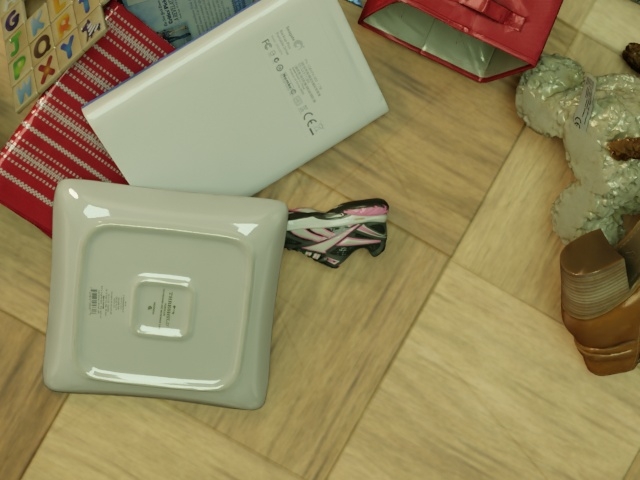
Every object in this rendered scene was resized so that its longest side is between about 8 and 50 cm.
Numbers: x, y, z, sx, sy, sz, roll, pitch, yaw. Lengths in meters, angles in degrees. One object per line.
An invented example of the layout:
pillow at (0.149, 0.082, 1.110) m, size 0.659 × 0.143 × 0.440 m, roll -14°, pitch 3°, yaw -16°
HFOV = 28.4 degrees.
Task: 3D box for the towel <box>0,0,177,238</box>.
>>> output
towel at (-0.260, -0.123, 1.504) m, size 0.199 × 0.031 × 0.275 m, roll 37°, pitch 88°, yaw -42°

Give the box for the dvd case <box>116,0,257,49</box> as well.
dvd case at (-0.112, -0.290, 1.506) m, size 0.253 × 0.180 × 0.022 m, roll -18°, pitch 51°, yaw -4°

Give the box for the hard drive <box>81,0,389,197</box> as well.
hard drive at (-0.095, -0.157, 1.510) m, size 0.318 × 0.040 × 0.210 m, roll -32°, pitch 127°, yaw -3°

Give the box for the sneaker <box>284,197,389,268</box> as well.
sneaker at (0.000, 0.000, 1.556) m, size 0.178 × 0.072 × 0.077 m, roll -7°, pitch 101°, yaw 2°

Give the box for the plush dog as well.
plush dog at (0.395, -0.131, 1.536) m, size 0.225 × 0.210 × 0.263 m, roll -21°, pitch 94°, yaw -30°

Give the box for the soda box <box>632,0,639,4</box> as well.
soda box at (0.405, -0.334, 1.584) m, size 0.183 × 0.058 × 0.063 m, roll 24°, pitch 89°, yaw -4°

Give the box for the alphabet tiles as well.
alphabet tiles at (-0.287, -0.285, 1.452) m, size 0.237 × 0.009 × 0.198 m, roll -37°, pitch 50°, yaw 25°

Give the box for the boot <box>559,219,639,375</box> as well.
boot at (0.427, 0.056, 1.512) m, size 0.283 × 0.109 × 0.220 m, roll -24°, pitch 135°, yaw 0°

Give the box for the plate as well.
plate at (-0.189, 0.075, 1.511) m, size 0.277 × 0.045 × 0.277 m, roll 6°, pitch 109°, yaw -5°

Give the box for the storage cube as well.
storage cube at (0.179, -0.318, 1.493) m, size 0.183 × 0.215 × 0.193 m, roll 23°, pitch 87°, yaw -12°

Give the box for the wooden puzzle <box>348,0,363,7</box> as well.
wooden puzzle at (0.083, -0.338, 1.585) m, size 0.078 × 0.014 × 0.116 m, roll 32°, pitch 89°, yaw -3°
